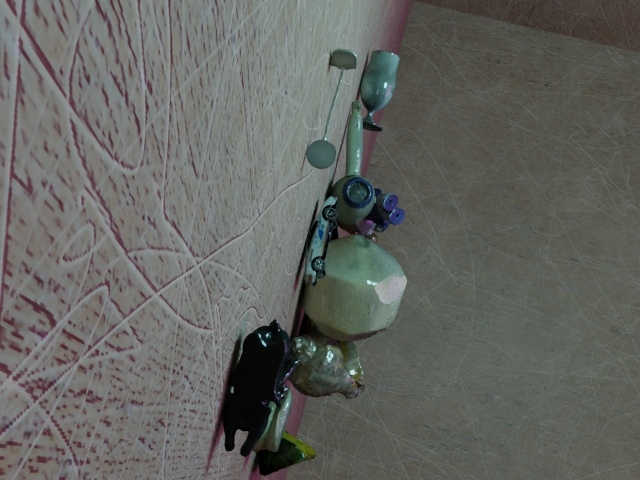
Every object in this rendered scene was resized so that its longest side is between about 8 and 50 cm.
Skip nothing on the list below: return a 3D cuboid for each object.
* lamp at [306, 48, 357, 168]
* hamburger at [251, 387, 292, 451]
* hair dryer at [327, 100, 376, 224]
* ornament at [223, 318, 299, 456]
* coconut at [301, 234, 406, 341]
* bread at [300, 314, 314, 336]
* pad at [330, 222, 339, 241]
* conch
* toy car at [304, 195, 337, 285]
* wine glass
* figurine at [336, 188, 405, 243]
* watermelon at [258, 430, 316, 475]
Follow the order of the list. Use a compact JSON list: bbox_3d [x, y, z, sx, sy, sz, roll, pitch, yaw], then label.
[{"bbox_3d":[0.019,-0.218,1.367,0.056,0.050,0.198,96,7,-82],"label":"lamp"},{"bbox_3d":[-0.099,0.365,1.678,0.133,0.062,0.140,104,0,-69],"label":"hamburger"},{"bbox_3d":[0.074,-0.157,2.108,0.296,0.119,0.298,109,-15,-62],"label":"hair dryer"},{"bbox_3d":[-0.081,0.189,1.245,0.236,0.080,0.202,-47,154,-76],"label":"ornament"},{"bbox_3d":[0.083,0.104,1.993,0.245,0.245,0.247,-68,174,-62],"label":"coconut"},{"bbox_3d":[0.000,0.254,2.300,0.213,0.105,0.213,8,90,-87],"label":"bread"},{"bbox_3d":[0.050,0.107,2.415,0.220,0.004,0.330,98,-12,-57],"label":"pad"},{"bbox_3d":[-0.001,0.309,2.080,0.291,0.159,0.210,58,21,-47],"label":"conch"},{"bbox_3d":[0.000,0.000,1.790,0.095,0.056,0.204,85,16,-77],"label":"toy car"},{"bbox_3d":[0.148,-0.397,2.167,0.093,0.093,0.202,58,49,-84],"label":"wine glass"},{"bbox_3d":[0.128,-0.095,2.258,0.133,0.194,0.274,-38,176,-24],"label":"figurine"},{"bbox_3d":[-0.078,0.504,1.942,0.301,0.129,0.123,64,38,-75],"label":"watermelon"}]
